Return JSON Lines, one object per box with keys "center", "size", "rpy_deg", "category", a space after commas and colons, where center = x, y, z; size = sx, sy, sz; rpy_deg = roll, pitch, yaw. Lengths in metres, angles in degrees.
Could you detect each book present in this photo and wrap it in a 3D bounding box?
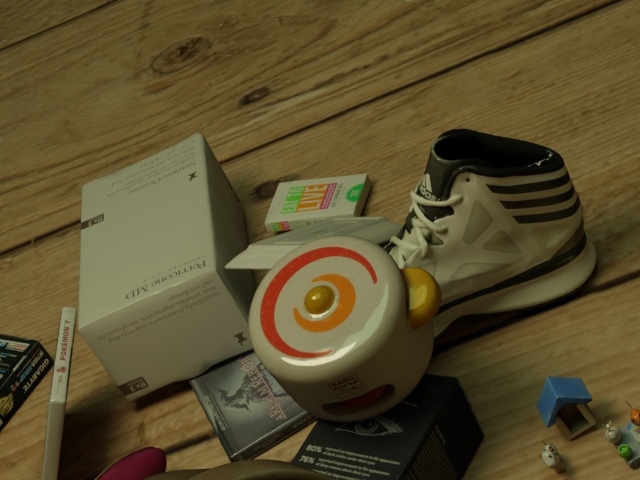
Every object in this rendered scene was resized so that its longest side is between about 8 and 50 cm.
{"center": [-0.003, -0.053, 2.201], "size": [0.144, 0.035, 0.096], "rpy_deg": [-7, 36, 22], "category": "book"}

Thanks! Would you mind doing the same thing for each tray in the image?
{"center": [0.000, 0.000, 2.019], "size": [0.145, 0.030, 0.270], "rpy_deg": [0, 11, 32], "category": "tray"}

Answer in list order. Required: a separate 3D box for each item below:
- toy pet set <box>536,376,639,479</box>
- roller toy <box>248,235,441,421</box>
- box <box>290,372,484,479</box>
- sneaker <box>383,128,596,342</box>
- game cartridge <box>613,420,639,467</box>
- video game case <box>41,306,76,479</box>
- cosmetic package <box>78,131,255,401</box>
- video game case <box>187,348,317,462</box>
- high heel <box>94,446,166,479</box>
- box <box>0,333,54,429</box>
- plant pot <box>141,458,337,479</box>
{"center": [0.293, 0.200, 1.656], "size": [0.122, 0.065, 0.114], "rpy_deg": [-34, 29, 10], "category": "toy pet set"}
{"center": [0.024, 0.098, 1.687], "size": [0.209, 0.146, 0.191], "rpy_deg": [22, 70, 35], "category": "roller toy"}
{"center": [0.071, 0.256, 1.710], "size": [0.153, 0.108, 0.207], "rpy_deg": [6, 47, 38], "category": "box"}
{"center": [0.110, -0.003, 1.847], "size": [0.447, 0.258, 0.169], "rpy_deg": [-21, 35, -1], "category": "sneaker"}
{"center": [0.370, 0.216, 1.647], "size": [0.083, 0.017, 0.056], "rpy_deg": [-28, 32, -1], "category": "game cartridge"}
{"center": [-0.350, 0.222, 1.962], "size": [0.023, 0.201, 0.183], "rpy_deg": [7, 37, -9], "category": "video game case"}
{"center": [-0.220, 0.031, 2.118], "size": [0.217, 0.156, 0.385], "rpy_deg": [-25, 31, 6], "category": "cosmetic package"}
{"center": [-0.029, 0.168, 1.956], "size": [0.274, 0.026, 0.196], "rpy_deg": [-30, 36, -5], "category": "video game case"}
{"center": [-0.244, 0.412, 1.759], "size": [0.181, 0.127, 0.377], "rpy_deg": [25, 51, 15], "category": "high heel"}
{"center": [-0.530, 0.214, 2.196], "size": [0.220, 0.051, 0.175], "rpy_deg": [5, 47, 37], "category": "box"}
{"center": [-0.114, 0.369, 1.559], "size": [0.323, 0.323, 0.280], "rpy_deg": [-41, 22, -19], "category": "plant pot"}
